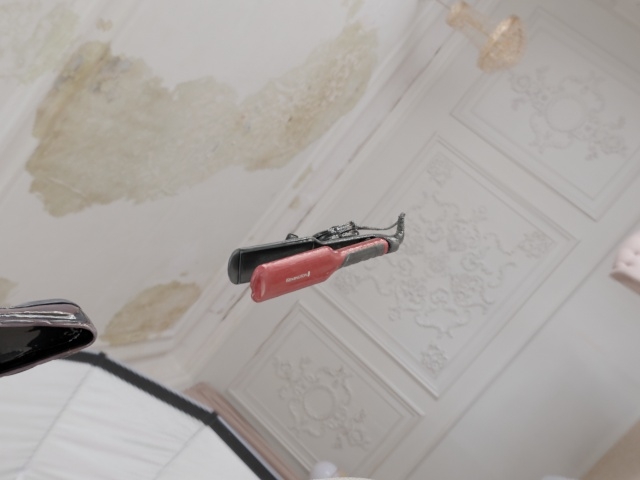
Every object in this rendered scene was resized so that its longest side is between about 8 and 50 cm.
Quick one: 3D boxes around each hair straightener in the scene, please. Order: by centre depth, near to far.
[{"bbox_3d":[0.000,0.000,0.675,0.230,0.089,0.047,-20,-55,-35],"label":"hair straightener"}]

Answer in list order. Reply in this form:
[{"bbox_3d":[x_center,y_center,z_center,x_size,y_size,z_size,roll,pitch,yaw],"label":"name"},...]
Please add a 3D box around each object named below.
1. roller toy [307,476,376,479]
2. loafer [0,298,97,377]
[{"bbox_3d":[-0.003,0.224,0.301,0.191,0.146,0.209,-35,-51,5],"label":"roller toy"},{"bbox_3d":[-0.474,0.152,0.926,0.302,0.095,0.109,-13,-67,-44],"label":"loafer"}]
